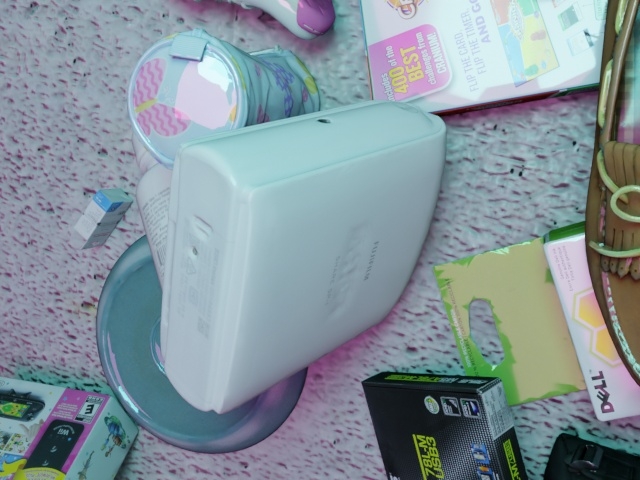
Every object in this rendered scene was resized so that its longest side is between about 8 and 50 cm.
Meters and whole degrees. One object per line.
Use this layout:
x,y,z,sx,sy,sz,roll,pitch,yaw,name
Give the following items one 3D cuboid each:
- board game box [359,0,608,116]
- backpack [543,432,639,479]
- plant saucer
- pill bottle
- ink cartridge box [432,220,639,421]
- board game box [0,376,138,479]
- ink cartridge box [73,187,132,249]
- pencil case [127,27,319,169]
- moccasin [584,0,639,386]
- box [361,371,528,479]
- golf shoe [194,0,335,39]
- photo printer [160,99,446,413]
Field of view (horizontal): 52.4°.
0.197,-0.262,0.665,0.316,0.064,0.242,-6,95,19,board game box
0.392,0.358,0.586,0.355,0.290,0.273,3,107,12,backpack
-0.171,0.135,0.854,0.318,0.044,0.317,2,97,18,plant saucer
-0.141,-0.033,0.756,0.131,0.131,0.229,-28,69,20,pill bottle
0.258,0.085,0.672,0.255,0.097,0.188,-18,91,19,ink cartridge box
-0.410,0.334,0.828,0.224,0.303,0.097,4,137,19,board game box
-0.294,-0.029,0.871,0.028,0.048,0.083,42,107,9,ink cartridge box
-0.084,-0.143,0.670,0.113,0.273,0.124,28,108,7,pencil case
0.291,-0.059,0.520,0.139,0.147,0.380,6,90,21,moccasin
0.139,0.241,0.715,0.184,0.045,0.190,-12,94,51,box
-0.110,-0.317,0.750,0.306,0.115,0.140,48,119,14,golf shoe
0.000,0.000,0.631,0.107,0.307,0.256,34,127,31,photo printer
